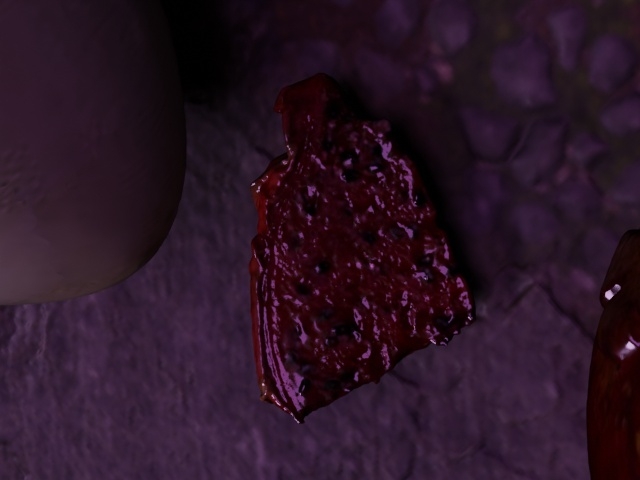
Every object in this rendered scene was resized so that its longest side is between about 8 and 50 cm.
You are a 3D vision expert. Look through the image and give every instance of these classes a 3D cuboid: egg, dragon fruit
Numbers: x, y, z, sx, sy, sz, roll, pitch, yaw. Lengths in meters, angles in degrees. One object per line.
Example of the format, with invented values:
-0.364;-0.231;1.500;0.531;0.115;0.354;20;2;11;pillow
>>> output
-0.178;-0.093;0.657;0.295;0.218;0.218;40;118;5;egg
0.000;0.001;0.679;0.097;0.063;0.131;-23;88;-1;dragon fruit

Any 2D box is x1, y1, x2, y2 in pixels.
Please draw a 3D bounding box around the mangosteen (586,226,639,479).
0.210;0.054;0.487;0.258;0.215;0.215;23;115;-9;mangosteen
